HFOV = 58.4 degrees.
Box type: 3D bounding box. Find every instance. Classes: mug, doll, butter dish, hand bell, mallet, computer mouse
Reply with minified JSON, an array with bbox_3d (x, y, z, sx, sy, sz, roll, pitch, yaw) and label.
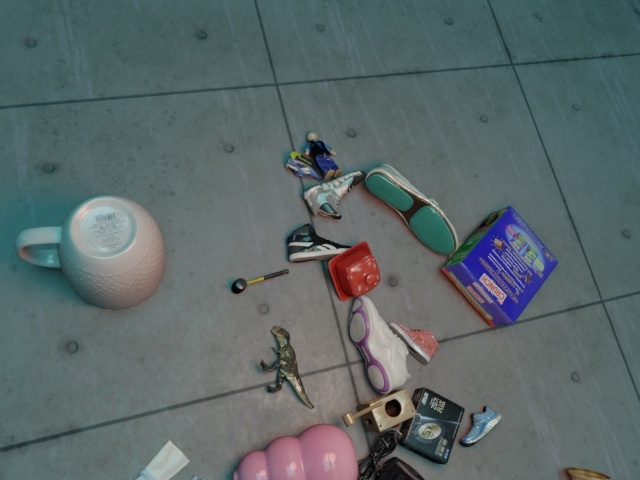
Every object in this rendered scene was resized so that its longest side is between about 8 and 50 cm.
[{"bbox_3d":[-0.612,0.020,1.538,0.373,0.328,0.276,0,72,-15],"label":"mug"},{"bbox_3d":[0.006,-0.294,1.950,0.129,0.046,0.189,-11,60,-39],"label":"doll"},{"bbox_3d":[0.128,0.107,1.793,0.159,0.118,0.160,-29,115,-22],"label":"butter dish"},{"bbox_3d":[0.822,0.845,1.774,0.126,0.126,0.242,9,81,-12],"label":"hand bell"},{"bbox_3d":[-0.182,0.117,1.763,0.189,0.062,0.039,-18,78,-20],"label":"mallet"},{"bbox_3d":[0.241,0.693,1.628,0.272,0.072,0.188,42,93,28],"label":"computer mouse"}]

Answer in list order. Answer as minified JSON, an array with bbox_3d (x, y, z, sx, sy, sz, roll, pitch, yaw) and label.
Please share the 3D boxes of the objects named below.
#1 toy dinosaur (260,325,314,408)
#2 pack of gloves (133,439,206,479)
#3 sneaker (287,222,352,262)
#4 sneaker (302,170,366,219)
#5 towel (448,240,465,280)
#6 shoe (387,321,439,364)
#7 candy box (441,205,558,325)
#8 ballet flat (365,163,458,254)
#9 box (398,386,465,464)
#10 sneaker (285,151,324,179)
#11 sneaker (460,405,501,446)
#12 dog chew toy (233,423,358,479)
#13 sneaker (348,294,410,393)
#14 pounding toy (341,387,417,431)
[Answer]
[{"bbox_3d":[-0.111,0.387,1.694,0.118,0.064,0.268,-16,80,-26],"label":"toy dinosaur"},{"bbox_3d":[-0.421,0.687,1.517,0.195,0.046,0.232,46,67,2],"label":"pack of gloves"},{"bbox_3d":[0.000,0.000,1.841,0.216,0.079,0.121,-4,72,-16],"label":"sneaker"},{"bbox_3d":[0.065,-0.140,1.912,0.228,0.086,0.132,-22,83,-10],"label":"sneaker"},{"bbox_3d":[0.489,0.072,1.974,0.110,0.027,0.148,8,71,-11],"label":"towel"},{"bbox_3d":[0.298,0.307,1.829,0.178,0.063,0.081,43,62,0],"label":"shoe"},{"bbox_3d":[0.607,0.086,1.927,0.317,0.122,0.268,-43,94,-28],"label":"candy box"},{"bbox_3d":[0.325,-0.121,1.943,0.400,0.139,0.139,41,67,-7],"label":"ballet flat"},{"bbox_3d":[0.334,0.562,1.740,0.147,0.077,0.180,29,67,-3],"label":"box"},{"bbox_3d":[-0.052,-0.241,1.928,0.144,0.059,0.053,30,34,-20],"label":"sneaker"},{"bbox_3d":[0.489,0.581,1.795,0.162,0.063,0.073,-32,65,-26],"label":"sneaker"},{"bbox_3d":[-0.070,0.621,1.558,0.331,0.207,0.207,-8,74,-8],"label":"dog chew toy"},{"bbox_3d":[0.185,0.317,1.786,0.152,0.114,0.305,-6,71,-38],"label":"sneaker"},{"bbox_3d":[0.167,0.511,1.657,0.205,0.181,0.094,-18,78,-20],"label":"pounding toy"}]
